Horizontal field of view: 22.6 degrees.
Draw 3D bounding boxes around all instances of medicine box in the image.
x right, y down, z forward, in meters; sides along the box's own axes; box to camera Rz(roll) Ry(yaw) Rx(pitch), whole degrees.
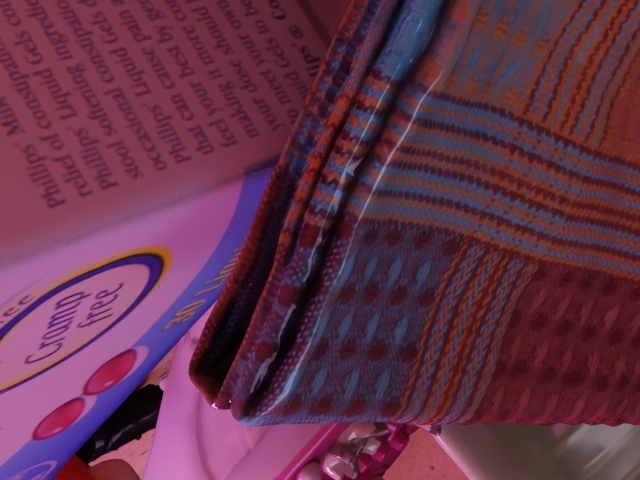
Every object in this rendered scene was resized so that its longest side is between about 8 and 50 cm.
[{"bbox_3d":[-0.179,0.014,0.436,0.289,0.149,0.263,-24,165,-40],"label":"medicine box"}]

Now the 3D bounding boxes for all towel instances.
[{"bbox_3d":[0.128,-0.109,0.444,0.271,0.040,0.370,9,110,-51],"label":"towel"}]

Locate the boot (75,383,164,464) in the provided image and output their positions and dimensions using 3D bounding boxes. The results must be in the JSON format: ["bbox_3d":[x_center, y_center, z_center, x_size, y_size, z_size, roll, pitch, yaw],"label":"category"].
[{"bbox_3d":[-0.161,0.143,1.262,0.099,0.045,0.121,-23,172,-31],"label":"boot"}]

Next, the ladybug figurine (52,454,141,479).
[{"bbox_3d":[-0.316,0.248,0.995,0.449,0.162,0.305,-31,168,-6],"label":"ladybug figurine"}]

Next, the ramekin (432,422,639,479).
[{"bbox_3d":[0.084,0.009,0.760,0.148,0.303,0.303,-40,168,0],"label":"ramekin"}]

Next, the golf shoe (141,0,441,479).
[{"bbox_3d":[0.000,0.000,0.563,0.306,0.140,0.115,-56,160,12],"label":"golf shoe"}]
